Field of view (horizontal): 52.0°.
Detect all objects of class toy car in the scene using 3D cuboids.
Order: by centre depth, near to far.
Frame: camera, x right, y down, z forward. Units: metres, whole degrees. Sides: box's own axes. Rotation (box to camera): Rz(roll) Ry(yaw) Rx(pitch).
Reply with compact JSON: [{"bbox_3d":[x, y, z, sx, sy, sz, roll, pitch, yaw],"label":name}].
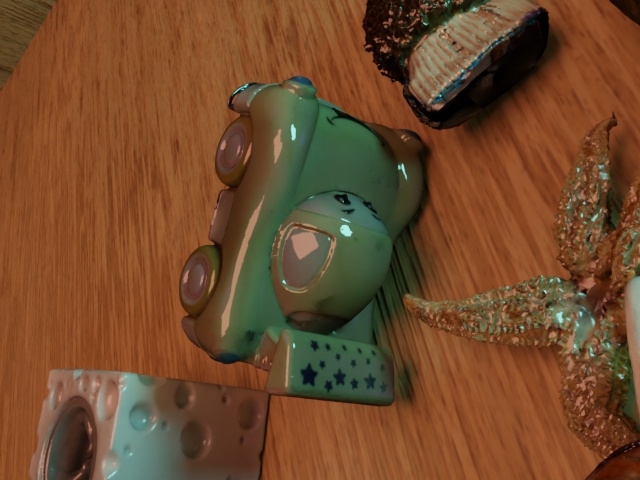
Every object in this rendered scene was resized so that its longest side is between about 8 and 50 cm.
[{"bbox_3d":[0.000,0.000,0.769,0.226,0.242,0.336,17,90,52],"label":"toy car"}]

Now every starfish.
[{"bbox_3d":[0.252,0.015,0.593,0.301,0.084,0.294,38,108,41],"label":"starfish"}]

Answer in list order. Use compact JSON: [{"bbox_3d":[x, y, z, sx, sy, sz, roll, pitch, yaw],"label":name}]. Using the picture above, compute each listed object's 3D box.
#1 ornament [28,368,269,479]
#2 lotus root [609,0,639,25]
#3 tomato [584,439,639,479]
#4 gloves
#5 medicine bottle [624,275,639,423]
[{"bbox_3d":[-0.248,0.315,0.927,0.239,0.239,0.240,-10,68,47],"label":"ornament"},{"bbox_3d":[0.336,-0.249,0.557,0.169,0.141,0.314,-27,41,1],"label":"lotus root"},{"bbox_3d":[0.248,0.253,0.437,0.214,0.155,0.181,34,111,35],"label":"tomato"},{"bbox_3d":[0.142,-0.285,0.801,0.210,0.135,0.312,-56,39,27],"label":"gloves"},{"bbox_3d":[0.328,0.079,0.417,0.236,0.139,0.139,-7,69,25],"label":"medicine bottle"}]
